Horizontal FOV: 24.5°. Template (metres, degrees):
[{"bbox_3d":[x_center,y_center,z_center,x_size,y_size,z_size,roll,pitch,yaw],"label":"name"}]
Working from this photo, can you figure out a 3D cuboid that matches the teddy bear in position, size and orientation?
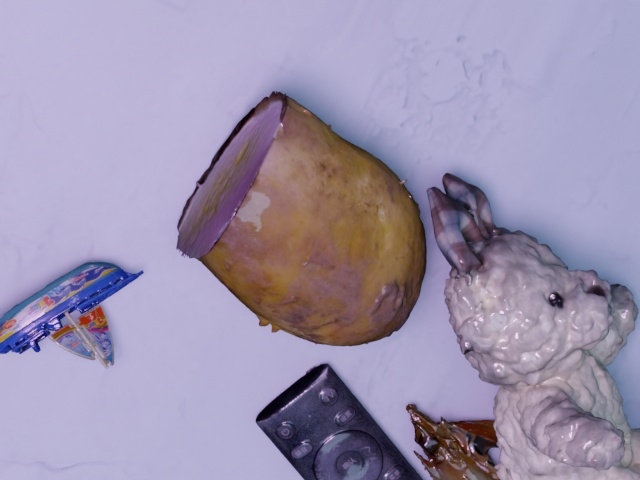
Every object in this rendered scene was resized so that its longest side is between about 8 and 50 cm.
[{"bbox_3d":[0.304,0.119,1.576,0.376,0.327,0.362,5,113,20],"label":"teddy bear"}]

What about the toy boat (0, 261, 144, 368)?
[{"bbox_3d":[-0.255,0.090,1.560,0.175,0.091,0.110,-34,90,-8],"label":"toy boat"}]

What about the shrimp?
[{"bbox_3d":[0.202,0.267,1.722,0.267,0.061,0.145,37,82,-13],"label":"shrimp"}]

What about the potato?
[{"bbox_3d":[0.000,0.000,1.541,0.266,0.229,0.229,29,96,-22],"label":"potato"}]

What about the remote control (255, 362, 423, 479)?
[{"bbox_3d":[0.077,0.310,1.713,0.107,0.044,0.377,-39,109,-5],"label":"remote control"}]
